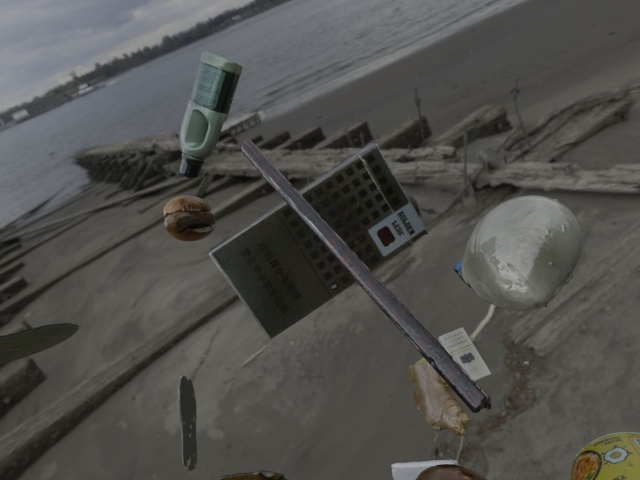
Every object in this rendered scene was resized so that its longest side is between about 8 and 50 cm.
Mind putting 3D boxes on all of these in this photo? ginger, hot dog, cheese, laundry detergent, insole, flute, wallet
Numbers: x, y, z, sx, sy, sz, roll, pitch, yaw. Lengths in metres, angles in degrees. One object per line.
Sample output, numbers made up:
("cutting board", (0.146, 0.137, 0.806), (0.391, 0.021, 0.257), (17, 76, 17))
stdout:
("ginger", (0.262, 0.352, 1.124), (0.074, 0.137, 0.213), (3, 43, -23))
("hot dog", (-0.251, -0.043, 0.952), (0.060, 0.090, 0.140), (-7, -5, 30))
("cheese", (0.331, 0.016, 0.833), (0.189, 0.154, 0.198), (-47, 6, -5))
("laundry detergent", (-0.210, -0.222, 0.913), (0.070, 0.226, 0.099), (7, 20, -46))
("insole", (-0.460, 0.154, 0.681), (0.109, 0.007, 0.322), (-37, -11, 12))
("flute", (0.013, 0.006, 0.340), (0.014, 0.014, 0.269), (-31, 55, -16))
("insole", (-0.358, 0.487, 1.348), (0.011, 0.081, 0.248), (-20, 58, 13))
("wallet", (0.269, 0.594, 1.224), (0.183, 0.124, 0.032), (-21, 3, 35))

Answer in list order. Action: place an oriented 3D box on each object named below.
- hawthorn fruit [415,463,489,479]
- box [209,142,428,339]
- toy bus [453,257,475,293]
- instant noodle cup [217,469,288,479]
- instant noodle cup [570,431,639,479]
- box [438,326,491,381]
("hawthorn fruit", (0.220, 0.494, 0.734), (0.267, 0.268, 0.301), (-32, 22, -19))
("box", (0.001, 0.001, 0.834), (0.325, 0.180, 0.047), (-34, 12, -6))
("toy bus", (0.439, 0.088, 1.278), (0.106, 0.090, 0.184), (-47, 22, -7))
("instant noodle cup", (-0.048, 0.347, 0.440), (0.274, 0.274, 0.090), (-46, 5, -41))
("instant noodle cup", (0.653, 0.560, 0.991), (0.325, 0.326, 0.254), (-15, 9, 18))
("box", (0.446, 0.358, 1.558), (0.090, 0.024, 0.167), (-17, 58, -15))
